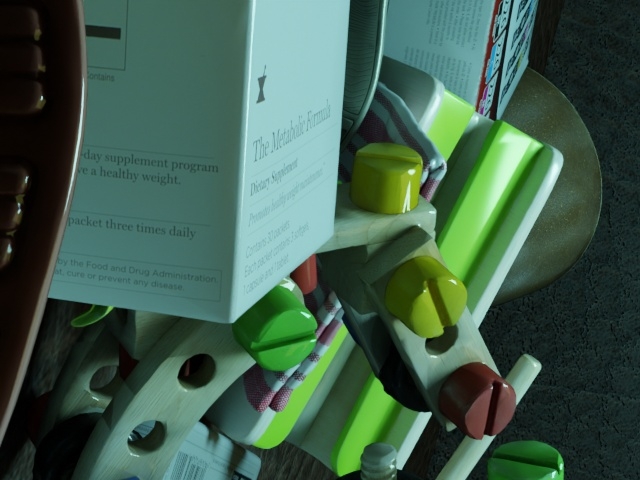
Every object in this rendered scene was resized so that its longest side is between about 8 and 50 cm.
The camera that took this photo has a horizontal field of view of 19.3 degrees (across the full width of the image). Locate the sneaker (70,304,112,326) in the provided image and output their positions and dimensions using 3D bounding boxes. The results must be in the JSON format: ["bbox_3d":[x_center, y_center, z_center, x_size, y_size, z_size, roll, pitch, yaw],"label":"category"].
[{"bbox_3d":[-0.086,-0.081,0.769,0.084,0.097,0.234,-44,148,-70],"label":"sneaker"}]

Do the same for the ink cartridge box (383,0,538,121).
[{"bbox_3d":[0.107,-0.248,1.413,0.272,0.130,0.309,-59,162,-51],"label":"ink cartridge box"}]

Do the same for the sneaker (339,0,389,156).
[{"bbox_3d":[0.011,-0.136,1.224,0.118,0.083,0.222,-20,129,-83],"label":"sneaker"}]

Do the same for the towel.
[{"bbox_3d":[0.000,0.000,1.183,0.197,0.029,0.144,-56,-154,12],"label":"towel"}]

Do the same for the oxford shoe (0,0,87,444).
[{"bbox_3d":[-0.112,-0.067,0.489,0.130,0.123,0.348,111,-14,-85],"label":"oxford shoe"}]

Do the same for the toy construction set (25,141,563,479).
[{"bbox_3d":[-0.029,-0.007,0.951,0.309,0.257,0.237,-97,-177,-63],"label":"toy construction set"}]

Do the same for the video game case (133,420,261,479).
[{"bbox_3d":[-0.125,0.269,1.270,0.329,0.036,0.300,60,48,-77],"label":"video game case"}]

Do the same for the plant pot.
[{"bbox_3d":[0.082,-0.023,1.516,0.230,0.215,0.215,-28,135,-55],"label":"plant pot"}]

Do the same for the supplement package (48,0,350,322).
[{"bbox_3d":[-0.065,-0.113,0.636,0.139,0.134,0.244,-42,138,-71],"label":"supplement package"}]

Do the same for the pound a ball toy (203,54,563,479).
[{"bbox_3d":[0.048,0.057,1.314,0.319,0.208,0.136,-62,-148,2],"label":"pound a ball toy"}]
